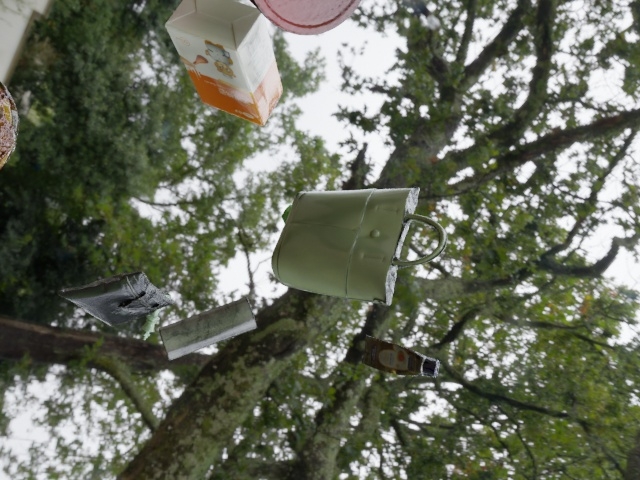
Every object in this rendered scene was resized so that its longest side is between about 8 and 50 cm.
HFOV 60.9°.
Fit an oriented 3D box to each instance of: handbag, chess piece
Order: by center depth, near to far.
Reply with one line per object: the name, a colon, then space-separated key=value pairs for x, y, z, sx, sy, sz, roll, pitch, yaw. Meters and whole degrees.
handbag: x=0.079 y=0.006 z=0.992 sx=0.315 sy=0.109 sz=0.241 roll=4 pitch=-120 yaw=26
handbag: x=-0.513 y=0.149 z=1.412 sx=0.210 sy=0.254 sz=0.089 roll=-14 pitch=-115 yaw=1
chess piece: x=-0.488 y=0.220 z=1.590 sx=0.059 sy=0.059 sz=0.149 roll=15 pitch=-98 yaw=53

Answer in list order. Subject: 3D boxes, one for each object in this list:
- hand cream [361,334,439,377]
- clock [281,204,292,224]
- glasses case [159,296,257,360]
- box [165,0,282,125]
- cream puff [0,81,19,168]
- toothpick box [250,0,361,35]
hand cream: x=0.154 y=0.235 z=1.079 sx=0.163 sy=0.039 sz=0.062 roll=8 pitch=-85 yaw=31
clock: x=0.000 y=0.000 z=1.795 sx=0.106 sy=0.255 sz=0.220 roll=-56 pitch=-144 yaw=31
glasses case: x=-0.363 y=0.285 z=1.774 sx=0.060 sy=0.299 sz=0.114 roll=-164 pitch=-124 yaw=-73
box: x=-0.251 y=-0.493 z=1.509 sx=0.224 sy=0.341 sz=0.144 roll=24 pitch=-109 yaw=14
cream puff: x=-0.698 y=-0.226 z=1.037 sx=0.240 sy=0.240 sz=0.164 roll=-53 pitch=-174 yaw=18
toothpick box: x=-0.063 y=-0.501 z=0.954 sx=0.204 sy=0.204 sz=0.333 roll=-54 pitch=-146 yaw=17
